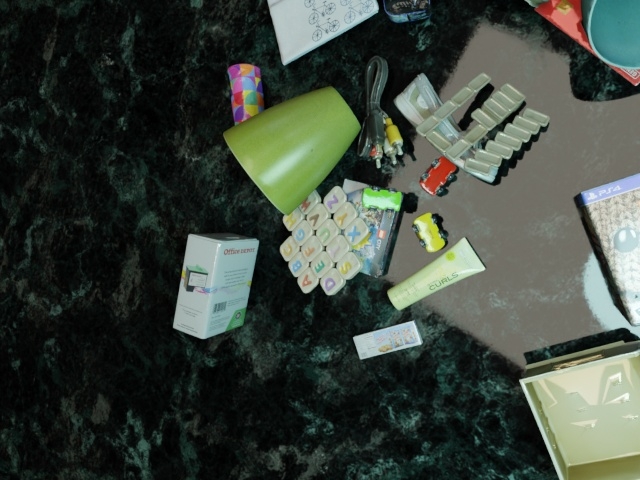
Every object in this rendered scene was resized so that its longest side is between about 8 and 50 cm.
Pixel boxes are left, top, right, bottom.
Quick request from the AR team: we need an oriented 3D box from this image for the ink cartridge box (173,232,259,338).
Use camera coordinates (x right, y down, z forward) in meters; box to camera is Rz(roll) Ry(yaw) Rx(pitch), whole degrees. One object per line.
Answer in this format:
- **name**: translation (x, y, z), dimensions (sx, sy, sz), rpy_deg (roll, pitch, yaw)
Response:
- **ink cartridge box**: translation (-0.300, 0.120, 1.412), dimensions (0.117, 0.201, 0.277), rpy_deg (15, 98, 23)

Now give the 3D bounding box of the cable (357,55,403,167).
- **cable**: translation (0.151, -0.332, 1.280), dimensions (0.140, 0.072, 0.286), rpy_deg (-23, 65, 55)

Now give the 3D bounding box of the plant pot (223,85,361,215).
- **plant pot**: translation (-0.052, -0.261, 1.272), dimensions (0.294, 0.275, 0.274), rpy_deg (-37, 77, 6)

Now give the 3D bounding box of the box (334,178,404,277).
- **box**: translation (0.116, -0.034, 1.303), dimensions (0.159, 0.044, 0.232), rpy_deg (18, 99, 23)

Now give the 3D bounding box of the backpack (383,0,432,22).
- **backpack**: translation (0.218, -0.598, 1.210), dimensions (0.115, 0.084, 0.104), rpy_deg (-3, 90, 20)

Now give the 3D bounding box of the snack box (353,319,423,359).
- **snack box**: translation (0.178, 0.266, 1.300), dimensions (0.178, 0.022, 0.064), rpy_deg (-21, 83, 24)

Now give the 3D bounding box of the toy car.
- **toy car**: translation (0.211, -0.098, 1.212), dimensions (0.225, 0.053, 0.238), rpy_deg (6, 95, -7)

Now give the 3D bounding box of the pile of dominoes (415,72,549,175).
- **pile of dominoes**: translation (0.370, -0.258, 1.111), dimensions (0.251, 0.040, 0.196), rpy_deg (-41, 74, -13)

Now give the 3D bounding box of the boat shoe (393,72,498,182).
- **boat shoe**: translation (0.312, -0.268, 1.168), dimensions (0.103, 0.118, 0.320), rpy_deg (-48, 67, 23)

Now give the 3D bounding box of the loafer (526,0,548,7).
- **loafer**: translation (0.424, -0.609, 1.125), dimensions (0.251, 0.094, 0.087), rpy_deg (53, 136, 23)

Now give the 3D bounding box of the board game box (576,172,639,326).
- **board game box**: translation (0.698, -0.001, 0.988), dimensions (0.232, 0.141, 0.290), rpy_deg (-21, 84, 24)

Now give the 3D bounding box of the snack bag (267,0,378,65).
- **snack bag**: translation (-0.020, -0.701, 1.317), dimensions (0.323, 0.037, 0.342), rpy_deg (-16, 85, 33)

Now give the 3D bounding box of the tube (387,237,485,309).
- **tube**: translation (0.284, 0.092, 1.228), dimensions (0.240, 0.062, 0.070), rpy_deg (-33, 119, 17)

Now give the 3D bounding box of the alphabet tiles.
- **alphabet tiles**: translation (0.000, 0.000, 1.330), dimensions (0.278, 0.021, 0.284), rpy_deg (-46, 62, 28)

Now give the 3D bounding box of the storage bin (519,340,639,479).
- **storage bin**: translation (0.615, 0.379, 1.052), dimensions (0.261, 0.123, 0.262), rpy_deg (-23, 82, 24)

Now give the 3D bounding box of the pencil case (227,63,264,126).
- **pencil case**: translation (-0.215, -0.387, 1.411), dimensions (0.105, 0.104, 0.236), rpy_deg (-3, 90, 25)

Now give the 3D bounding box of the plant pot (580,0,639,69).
- **plant pot**: translation (0.611, -0.496, 0.887), dimensions (0.290, 0.290, 0.195), rpy_deg (-22, 50, 24)

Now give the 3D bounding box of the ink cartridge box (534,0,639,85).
- **ink cartridge box**: translation (0.661, -0.526, 1.024), dimensions (0.296, 0.066, 0.261), rpy_deg (47, 108, 16)
